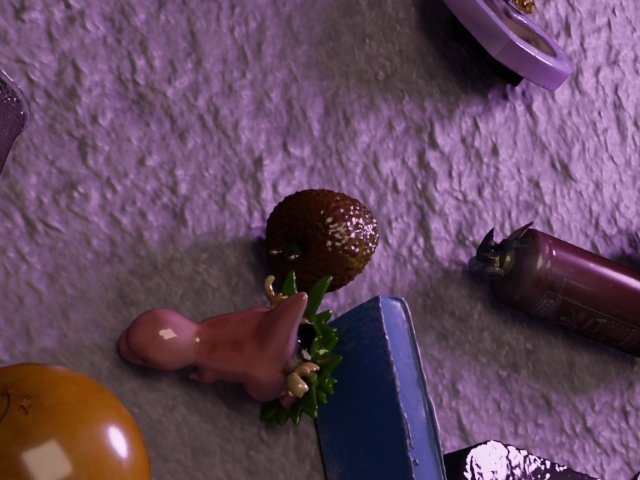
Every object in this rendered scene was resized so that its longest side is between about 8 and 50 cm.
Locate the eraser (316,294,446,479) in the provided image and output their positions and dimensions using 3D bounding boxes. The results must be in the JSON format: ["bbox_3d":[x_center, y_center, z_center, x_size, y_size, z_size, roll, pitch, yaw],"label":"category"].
[{"bbox_3d":[0.061,0.220,1.665,0.043,0.144,0.311,3,66,-36],"label":"eraser"}]

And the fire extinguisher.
[{"bbox_3d":[0.281,0.049,1.903,0.269,0.105,0.104,22,58,-21],"label":"fire extinguisher"}]

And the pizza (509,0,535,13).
[{"bbox_3d":[0.231,-0.307,2.062,0.078,0.025,0.083,36,16,-19],"label":"pizza"}]

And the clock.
[{"bbox_3d":[0.206,-0.238,1.999,0.198,0.064,0.172,38,21,-9],"label":"clock"}]

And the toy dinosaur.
[{"bbox_3d":[-0.076,0.085,1.645,0.177,0.194,0.152,28,62,-43],"label":"toy dinosaur"}]

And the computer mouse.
[{"bbox_3d":[0.203,0.307,1.750,0.295,0.087,0.168,19,51,-37],"label":"computer mouse"}]

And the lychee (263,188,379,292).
[{"bbox_3d":[0.000,0.000,1.752,0.146,0.114,0.114,-19,78,-48],"label":"lychee"}]

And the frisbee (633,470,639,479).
[{"bbox_3d":[0.455,0.334,1.930,0.187,0.012,0.211,-19,78,-37],"label":"frisbee"}]

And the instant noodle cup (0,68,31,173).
[{"bbox_3d":[-0.383,-0.052,1.495,0.217,0.217,0.207,21,65,-21],"label":"instant noodle cup"}]

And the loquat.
[{"bbox_3d":[-0.254,0.217,1.428,0.235,0.235,0.235,13,61,-25],"label":"loquat"}]
